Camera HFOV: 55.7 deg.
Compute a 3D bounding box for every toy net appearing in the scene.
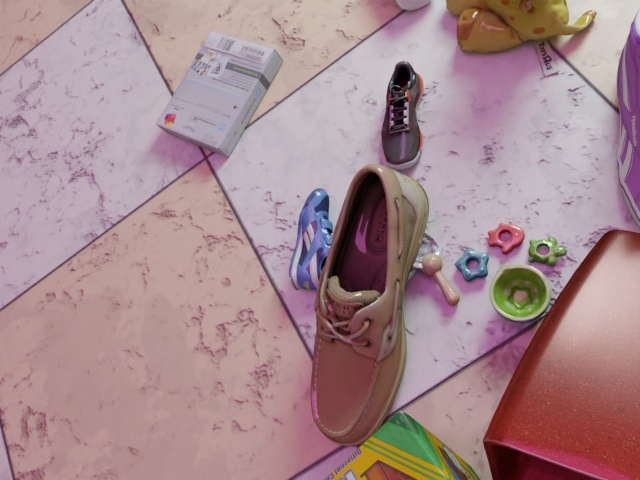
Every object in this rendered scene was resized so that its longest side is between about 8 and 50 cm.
[{"bbox_3d":[0.173,0.021,0.752,0.232,0.045,0.122,15,79,26],"label":"toy net"}]

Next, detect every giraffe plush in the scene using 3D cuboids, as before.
[{"bbox_3d":[0.251,-0.338,0.778,0.181,0.170,0.210,-32,63,9],"label":"giraffe plush"}]

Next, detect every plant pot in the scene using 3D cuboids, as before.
[{"bbox_3d":[0.319,0.147,0.543,0.267,0.267,0.235,14,64,26],"label":"plant pot"}]

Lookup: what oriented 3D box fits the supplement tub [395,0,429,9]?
[{"bbox_3d":[0.127,-0.408,0.911,0.071,0.071,0.107,-27,63,11],"label":"supplement tub"}]

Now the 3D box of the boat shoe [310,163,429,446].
[{"bbox_3d":[0.039,0.078,0.726,0.122,0.110,0.341,9,88,30],"label":"boat shoe"}]

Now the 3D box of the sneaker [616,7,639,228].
[{"bbox_3d":[0.379,-0.131,0.659,0.102,0.161,0.282,-10,69,17],"label":"sneaker"}]

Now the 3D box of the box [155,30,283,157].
[{"bbox_3d":[-0.166,-0.242,0.990,0.145,0.038,0.186,24,81,28],"label":"box"}]

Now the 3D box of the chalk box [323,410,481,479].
[{"bbox_3d":[0.117,0.337,0.531,0.180,0.179,0.289,-43,37,2],"label":"chalk box"}]

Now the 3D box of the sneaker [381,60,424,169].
[{"bbox_3d":[0.107,-0.177,0.839,0.061,0.065,0.157,-4,70,21],"label":"sneaker"}]

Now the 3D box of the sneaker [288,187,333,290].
[{"bbox_3d":[0.000,0.000,0.829,0.059,0.053,0.144,5,82,25],"label":"sneaker"}]
